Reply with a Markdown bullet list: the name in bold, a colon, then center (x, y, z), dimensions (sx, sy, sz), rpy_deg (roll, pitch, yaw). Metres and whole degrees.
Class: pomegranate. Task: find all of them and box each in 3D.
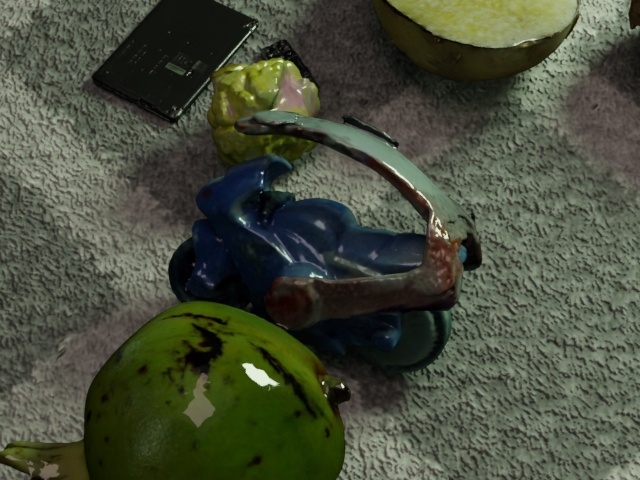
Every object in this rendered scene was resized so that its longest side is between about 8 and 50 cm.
- **pomegranate**: center (-0.136, 0.191, 1.432), dimensions (0.341, 0.260, 0.260), rpy_deg (-13, 57, -1)

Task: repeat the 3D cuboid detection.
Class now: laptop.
- **laptop**: center (-0.174, -0.229, 1.832), dimensions (0.129, 0.016, 0.180), rpy_deg (27, 61, 18)

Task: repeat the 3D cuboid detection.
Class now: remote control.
- **remote control**: center (-0.035, -0.200, 1.806), dimensions (0.039, 0.014, 0.096), rpy_deg (-25, 58, -13)

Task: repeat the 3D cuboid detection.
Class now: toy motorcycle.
- **toy motorcycle**: center (0.006, -0.004, 1.575), dimensions (0.319, 0.182, 0.241), rpy_deg (15, 86, 12)

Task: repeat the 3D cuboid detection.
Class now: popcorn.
- **popcorn**: center (-0.066, -0.141, 1.704), dimensions (0.126, 0.125, 0.145), rpy_deg (6, 39, 31)

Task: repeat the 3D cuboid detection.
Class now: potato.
- **potato**: center (0.178, -0.272, 1.784), dimensions (0.239, 0.116, 0.299), rpy_deg (-22, 48, -18)

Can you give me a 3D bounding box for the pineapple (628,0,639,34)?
- **pineapple**: center (0.508, -0.193, 1.673), dimensions (0.223, 0.223, 0.357), rpy_deg (-27, 68, -14)
